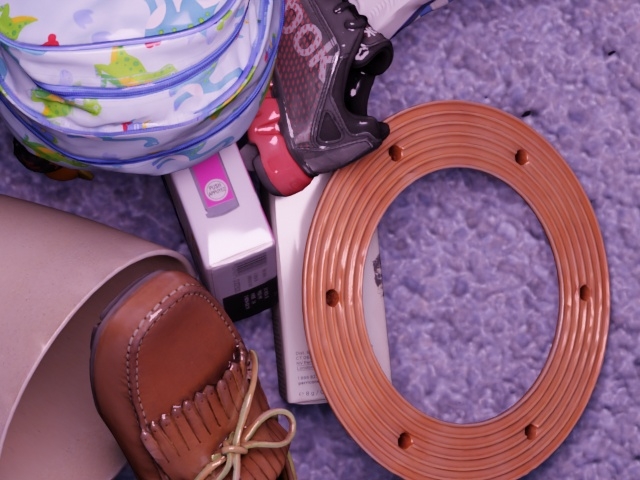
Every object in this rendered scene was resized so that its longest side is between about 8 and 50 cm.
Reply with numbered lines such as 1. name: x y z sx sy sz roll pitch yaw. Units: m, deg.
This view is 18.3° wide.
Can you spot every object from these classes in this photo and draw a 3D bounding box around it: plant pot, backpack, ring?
1. plant pot: -0.284 0.060 1.628 0.274 0.256 0.256 30 87 21
2. backpack: -0.153 -0.224 1.451 0.290 0.273 0.356 -2 86 -8
3. ring: 0.117 0.047 1.696 0.336 0.032 0.337 3 85 -34

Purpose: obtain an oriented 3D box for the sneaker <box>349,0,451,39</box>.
1. sneaker: 0.086 -0.248 1.723 0.322 0.236 0.130 -25 90 40

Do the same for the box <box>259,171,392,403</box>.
1. box: 0.000 0.000 1.717 0.094 0.113 0.275 -5 91 -6

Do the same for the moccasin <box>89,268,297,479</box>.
1. moccasin: -0.084 0.177 1.590 0.139 0.147 0.380 -34 134 -27

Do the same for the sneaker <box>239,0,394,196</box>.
1. sneaker: -0.012 -0.180 1.606 0.135 0.097 0.276 -14 82 17

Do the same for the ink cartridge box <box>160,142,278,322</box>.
1. ink cartridge box: -0.127 -0.125 1.623 0.069 0.176 0.371 -22 75 -6

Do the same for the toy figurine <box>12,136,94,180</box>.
1. toy figurine: -0.281 -0.119 1.636 0.209 0.213 0.148 8 87 -4
